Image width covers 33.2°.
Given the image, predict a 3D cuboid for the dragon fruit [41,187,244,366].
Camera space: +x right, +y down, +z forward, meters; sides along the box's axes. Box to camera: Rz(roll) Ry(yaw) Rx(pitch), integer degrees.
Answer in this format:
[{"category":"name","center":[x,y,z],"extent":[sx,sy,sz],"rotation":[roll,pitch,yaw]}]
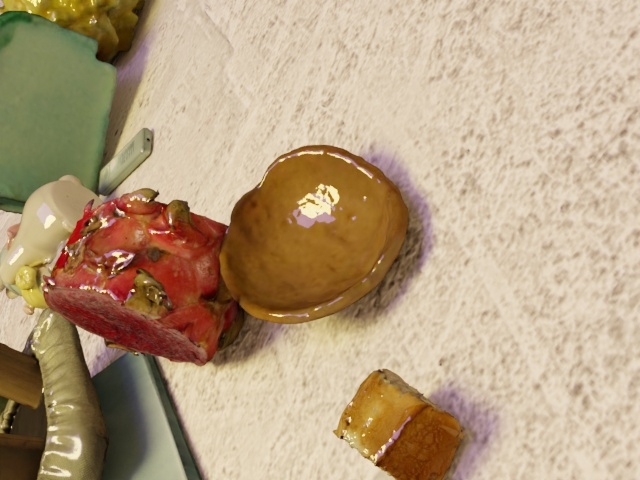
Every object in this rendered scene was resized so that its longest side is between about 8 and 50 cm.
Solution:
[{"category":"dragon fruit","center":[-0.168,0.032,1.122],"extent":[0.147,0.211,0.282],"rotation":[-69,11,-22]}]

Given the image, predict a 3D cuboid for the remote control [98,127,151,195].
[{"category":"remote control","center":[-0.284,-0.113,1.554],"extent":[0.124,0.018,0.053],"rotation":[-38,42,34]}]

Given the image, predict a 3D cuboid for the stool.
[{"category":"stool","center":[-0.400,0.246,1.206],"extent":[0.310,0.226,0.310],"rotation":[-65,33,21]}]

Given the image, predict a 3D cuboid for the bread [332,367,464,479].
[{"category":"bread","center":[0.065,0.152,0.846],"extent":[0.070,0.076,0.083],"rotation":[-52,33,-3]}]

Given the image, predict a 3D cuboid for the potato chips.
[{"category":"potato chips","center":[-0.001,0.000,1.030],"extent":[0.208,0.062,0.195],"rotation":[-7,56,29]}]

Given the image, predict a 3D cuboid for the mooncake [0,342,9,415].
[{"category":"mooncake","center":[-0.481,0.210,1.480],"extent":[0.168,0.175,0.104],"rotation":[114,159,-50]}]

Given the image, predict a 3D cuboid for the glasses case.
[{"category":"glasses case","center":[-0.196,0.230,1.184],"extent":[0.105,0.056,0.266],"rotation":[-35,37,0]}]

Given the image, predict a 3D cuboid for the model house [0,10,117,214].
[{"category":"model house","center":[-0.473,-0.186,1.624],"extent":[0.248,0.230,0.281],"rotation":[8,85,47]}]

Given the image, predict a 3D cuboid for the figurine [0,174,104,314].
[{"category":"figurine","center":[-0.395,0.036,1.519],"extent":[0.235,0.127,0.155],"rotation":[-48,56,26]}]

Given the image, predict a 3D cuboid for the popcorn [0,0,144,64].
[{"category":"popcorn","center":[-0.391,-0.384,1.724],"extent":[0.212,0.259,0.259],"rotation":[25,89,42]}]
